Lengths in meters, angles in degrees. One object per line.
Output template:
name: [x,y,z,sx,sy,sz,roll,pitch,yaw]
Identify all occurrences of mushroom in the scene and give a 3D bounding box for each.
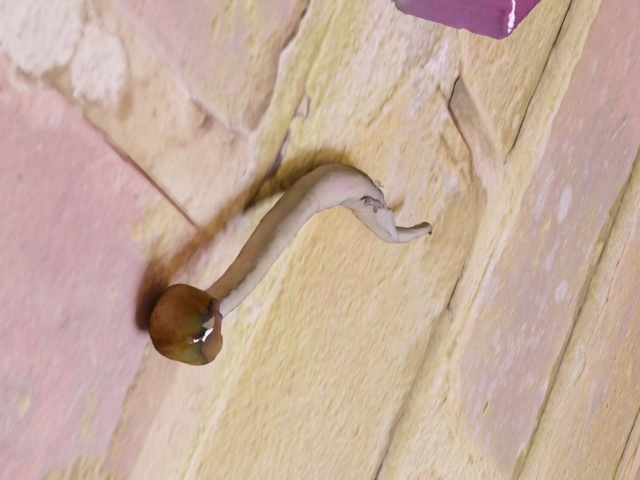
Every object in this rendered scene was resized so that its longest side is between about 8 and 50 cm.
mushroom: [-0.003,-0.002,0.999,0.306,0.043,0.068,-29,150,-60]

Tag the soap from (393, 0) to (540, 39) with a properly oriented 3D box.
soap: [0.131,-0.252,1.058,0.259,0.081,0.181,-47,147,-44]
